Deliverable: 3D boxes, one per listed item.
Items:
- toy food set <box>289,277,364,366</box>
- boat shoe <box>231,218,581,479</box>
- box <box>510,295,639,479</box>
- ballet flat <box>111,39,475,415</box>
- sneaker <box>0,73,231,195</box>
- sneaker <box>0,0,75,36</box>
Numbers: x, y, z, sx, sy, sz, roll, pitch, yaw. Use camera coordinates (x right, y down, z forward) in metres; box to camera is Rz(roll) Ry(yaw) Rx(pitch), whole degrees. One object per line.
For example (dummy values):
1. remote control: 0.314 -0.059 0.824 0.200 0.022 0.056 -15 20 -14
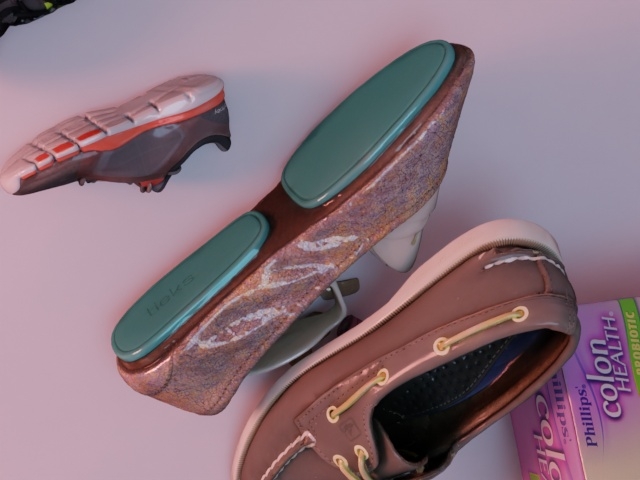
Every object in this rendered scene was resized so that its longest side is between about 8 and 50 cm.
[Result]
1. toy food set: 0.010 0.092 0.946 0.077 0.019 0.122 -11 107 -12
2. boat shoe: 0.049 0.114 0.881 0.109 0.091 0.305 30 118 -31
3. box: 0.273 0.148 0.932 0.242 0.117 0.214 -6 76 -14
4. ballet flat: 0.000 0.000 0.884 0.316 0.107 0.106 -41 119 8
5. sneaker: -0.127 -0.052 0.852 0.157 0.061 0.065 -22 116 -7
6. sneaker: -0.172 -0.164 0.803 0.078 0.067 0.188 35 91 -14
